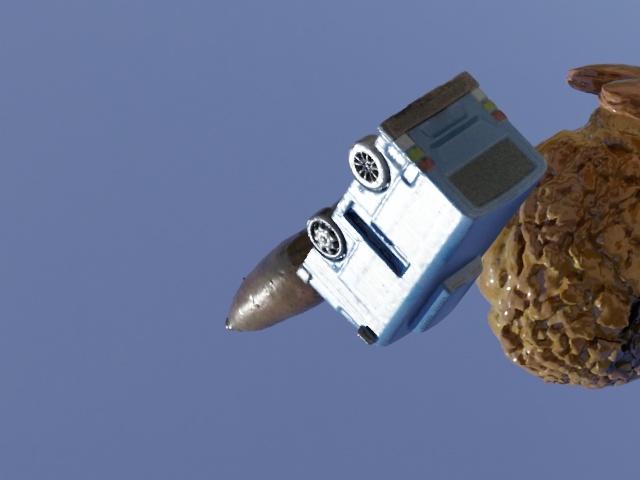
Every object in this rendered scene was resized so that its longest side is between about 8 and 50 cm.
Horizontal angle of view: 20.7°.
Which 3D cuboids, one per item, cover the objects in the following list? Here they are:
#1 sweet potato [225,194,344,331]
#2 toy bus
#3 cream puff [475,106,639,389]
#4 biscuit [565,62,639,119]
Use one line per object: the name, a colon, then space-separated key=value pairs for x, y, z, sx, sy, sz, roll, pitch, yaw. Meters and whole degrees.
sweet potato: x=0.003 y=0.002 z=1.836 sx=0.079 sy=0.346 sz=0.108 roll=31 pitch=-154 yaw=-29
toy bus: x=0.081 y=-0.016 z=1.459 sx=0.116 sy=0.234 sz=0.133 roll=-35 pitch=-105 yaw=-35
cream puff: x=0.342 y=0.020 z=2.012 sx=0.327 sy=0.343 sz=0.231 roll=40 pitch=-174 yaw=-47
biscuit: x=0.325 y=-0.151 z=1.760 sx=0.186 sy=0.036 sz=0.192 roll=0 pitch=-164 yaw=-34
